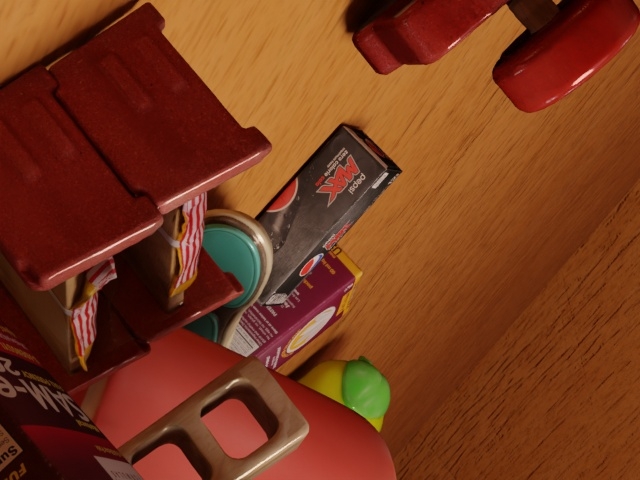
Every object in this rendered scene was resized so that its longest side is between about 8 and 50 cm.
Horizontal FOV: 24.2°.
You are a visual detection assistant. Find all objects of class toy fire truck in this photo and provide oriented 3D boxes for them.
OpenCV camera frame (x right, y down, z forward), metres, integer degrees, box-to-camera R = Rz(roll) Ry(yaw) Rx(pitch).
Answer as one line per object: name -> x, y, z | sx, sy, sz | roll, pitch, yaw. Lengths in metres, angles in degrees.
toy fire truck -> 0.152, -0.227, 1.016 | 0.302, 0.169, 0.254 | -43, -170, 0

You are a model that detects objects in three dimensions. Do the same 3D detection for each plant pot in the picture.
plant pot -> -0.124, 0.179, 1.066 | 0.275, 0.243, 0.275 | -33, -145, 28

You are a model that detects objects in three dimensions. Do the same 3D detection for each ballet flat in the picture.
ballet flat -> -0.087, 0.029, 1.233 | 0.086, 0.086, 0.248 | -34, 164, -35

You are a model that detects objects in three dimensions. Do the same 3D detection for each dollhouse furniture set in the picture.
dollhouse furniture set -> -0.054, 0.083, 0.847 | 0.152, 0.374, 0.201 | -33, 165, -21

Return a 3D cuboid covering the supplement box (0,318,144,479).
supplement box -> -0.184, 0.060, 0.679 | 0.073, 0.239, 0.130 | -44, 166, -1

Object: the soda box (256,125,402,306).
soda box -> -0.009, -0.021, 1.311 | 0.169, 0.060, 0.053 | -48, 167, 13

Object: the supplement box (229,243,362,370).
supplement box -> -0.060, 0.075, 1.406 | 0.188, 0.081, 0.104 | -38, 165, -21

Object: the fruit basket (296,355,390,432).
fruit basket -> -0.040, 0.332, 1.907 | 0.392, 0.283, 0.392 | -24, 167, -6
